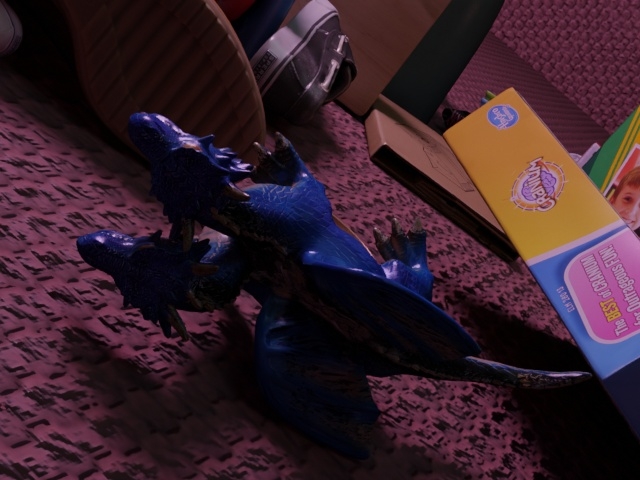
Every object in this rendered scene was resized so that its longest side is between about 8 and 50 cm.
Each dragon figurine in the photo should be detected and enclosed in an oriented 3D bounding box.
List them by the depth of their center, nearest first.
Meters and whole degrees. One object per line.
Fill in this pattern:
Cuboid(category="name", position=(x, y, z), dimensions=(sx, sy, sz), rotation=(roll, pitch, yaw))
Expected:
Cuboid(category="dragon figurine", position=(0.014, 0.037, 0.573), dimensions=(0.289, 0.085, 0.144), rotation=(38, 17, -22))

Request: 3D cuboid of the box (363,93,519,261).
Cuboid(category="box", position=(0.109, -0.068, 1.182), dimensions=(0.164, 0.021, 0.201), rotation=(36, 17, -14))

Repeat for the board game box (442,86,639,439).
Cuboid(category="board game box", position=(0.203, 0.062, 0.837), dimensions=(0.242, 0.064, 0.316), rotation=(53, 8, -29))

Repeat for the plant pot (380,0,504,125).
Cuboid(category="plant pot", position=(0.075, -0.304, 1.351), dimensions=(0.293, 0.235, 0.293), rotation=(37, 16, -12))

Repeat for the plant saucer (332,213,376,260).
Cuboid(category="plant saucer", position=(0.000, 0.000, 0.772), dimensions=(0.083, 0.015, 0.083), rotation=(37, 17, -13))

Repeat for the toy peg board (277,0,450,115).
Cuboid(category="toy peg board", position=(0.019, -0.229, 1.192), dimensions=(0.161, 0.160, 0.079), rotation=(37, 1, -10))

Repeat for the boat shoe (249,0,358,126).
Cuboid(category="boat shoe", position=(-0.010, -0.139, 1.024), dimensions=(0.070, 0.078, 0.219), rotation=(38, 24, -4))

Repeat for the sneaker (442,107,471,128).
Cuboid(category="sneaker", position=(0.160, -0.129, 1.424), dimensions=(0.057, 0.047, 0.119), rotation=(34, 9, 4))

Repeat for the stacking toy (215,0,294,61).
Cuboid(category="stacking toy", position=(-0.153, -0.275, 0.984), dimensions=(0.302, 0.165, 0.175), rotation=(13, 37, -27))

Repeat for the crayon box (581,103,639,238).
Cuboid(category="crayon box", position=(0.390, -0.008, 1.117), dimensions=(0.106, 0.313, 0.363), rotation=(28, 20, -35))

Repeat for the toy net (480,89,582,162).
Cuboid(category="toy net", position=(0.308, -0.119, 1.678), dimensions=(0.232, 0.045, 0.122), rotation=(27, 10, -32))

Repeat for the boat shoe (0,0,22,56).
Cuboid(category="boat shoe", position=(-0.200, -0.137, 0.667), dimensions=(0.100, 0.035, 0.035), rotation=(51, 16, 13))

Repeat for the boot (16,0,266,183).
Cuboid(category="boot", position=(-0.129, -0.148, 0.760), dimensions=(0.248, 0.090, 0.207), rotation=(49, 1, -17))

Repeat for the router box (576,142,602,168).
Cuboid(category="router box", position=(0.489, 0.048, 1.596), dimensions=(0.301, 0.082, 0.335), rotation=(27, 20, -36))
